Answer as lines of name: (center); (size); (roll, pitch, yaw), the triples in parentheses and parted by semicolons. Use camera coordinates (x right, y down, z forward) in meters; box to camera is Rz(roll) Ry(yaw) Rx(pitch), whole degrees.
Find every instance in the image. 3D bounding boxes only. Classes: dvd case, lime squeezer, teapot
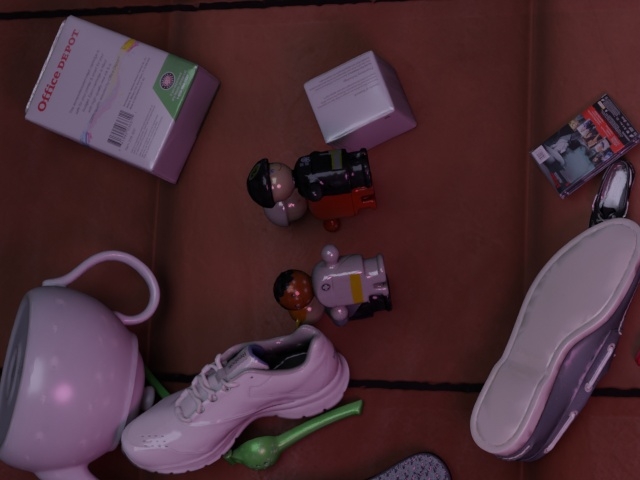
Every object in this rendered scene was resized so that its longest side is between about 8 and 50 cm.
dvd case: (0.321, -0.115, 1.922); (0.119, 0.013, 0.087); (-37, 46, 8)
lime squeezer: (-0.106, 0.230, 2.007); (0.310, 0.059, 0.110); (8, 85, 20)
teapot: (-0.301, 0.179, 2.014); (0.187, 0.252, 0.256); (11, 123, -17)

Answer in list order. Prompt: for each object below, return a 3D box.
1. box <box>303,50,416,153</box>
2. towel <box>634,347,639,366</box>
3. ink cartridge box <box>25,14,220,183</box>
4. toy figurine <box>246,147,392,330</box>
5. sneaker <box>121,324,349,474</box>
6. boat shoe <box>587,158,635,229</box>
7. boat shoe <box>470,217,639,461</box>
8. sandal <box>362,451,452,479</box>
box: (0.051, -0.170, 1.992); (0.102, 0.101, 0.087); (-26, 75, 15)
towel: (0.523, 0.116, 1.828); (0.274, 0.031, 0.199); (28, 92, 20)
ink cartridge box: (-0.264, -0.188, 2.106); (0.212, 0.093, 0.154); (23, 88, 19)
toy figurine: (0.000, 0.000, 1.925); (0.148, 0.213, 0.210); (-9, 82, 2)
sneaker: (-0.113, 0.182, 1.940); (0.297, 0.129, 0.111); (-27, 54, -6)
boat shoe: (0.349, -0.037, 1.905); (0.046, 0.038, 0.125); (19, 88, 20)
boat shoe: (0.295, 0.122, 1.878); (0.116, 0.099, 0.319); (30, 88, 46)
sandal: (0.042, 0.335, 1.949); (0.254, 0.054, 0.097); (-18, 83, 5)
